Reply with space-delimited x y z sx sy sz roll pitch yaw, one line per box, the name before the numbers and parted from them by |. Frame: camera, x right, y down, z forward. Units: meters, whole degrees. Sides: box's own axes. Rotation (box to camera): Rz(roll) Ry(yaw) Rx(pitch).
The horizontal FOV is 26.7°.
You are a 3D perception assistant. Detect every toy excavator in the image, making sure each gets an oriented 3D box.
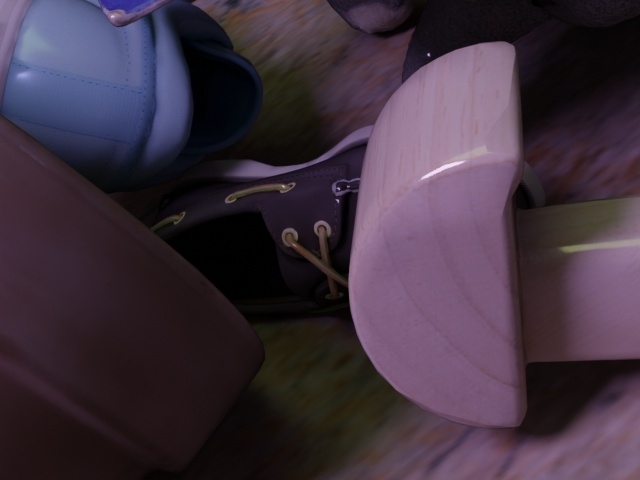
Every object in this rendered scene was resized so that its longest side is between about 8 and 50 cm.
toy excavator | 0.266 -0.066 0.417 0.433 0.445 0.222 17 36 -6

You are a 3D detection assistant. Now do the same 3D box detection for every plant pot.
plant pot | -0.230 0.071 0.539 0.323 0.323 0.280 21 73 51

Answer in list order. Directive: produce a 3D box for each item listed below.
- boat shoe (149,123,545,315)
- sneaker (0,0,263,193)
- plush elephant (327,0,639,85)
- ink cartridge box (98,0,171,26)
boat shoe | 0.000 0.000 0.636 0.228 0.081 0.068 -6 37 43
sneaker | -0.109 -0.088 0.799 0.150 0.135 0.366 17 16 -1
plush elephant | 0.079 -0.175 0.679 0.330 0.272 0.255 -43 57 24
ink cartridge box | 0.002 -0.272 0.577 0.330 0.071 0.324 -28 47 -3
